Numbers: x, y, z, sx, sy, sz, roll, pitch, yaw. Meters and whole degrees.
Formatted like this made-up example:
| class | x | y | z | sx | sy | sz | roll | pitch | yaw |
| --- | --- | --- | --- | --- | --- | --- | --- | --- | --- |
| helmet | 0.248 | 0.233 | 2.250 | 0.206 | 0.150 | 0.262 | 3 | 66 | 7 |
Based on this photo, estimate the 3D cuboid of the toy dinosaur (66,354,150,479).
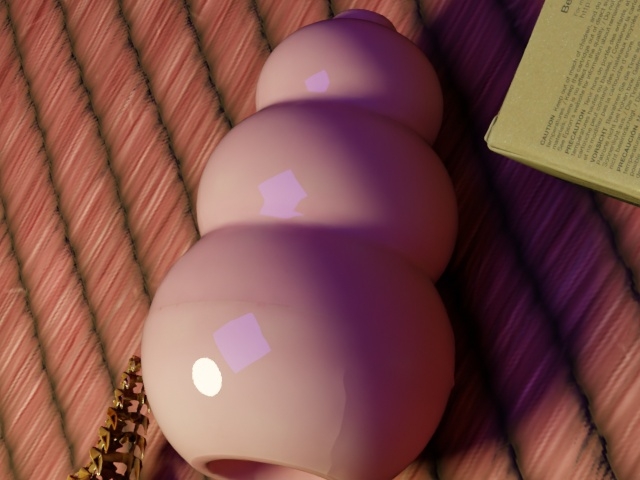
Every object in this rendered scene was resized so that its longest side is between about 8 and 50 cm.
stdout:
| class | x | y | z | sx | sy | sz | roll | pitch | yaw |
| --- | --- | --- | --- | --- | --- | --- | --- | --- | --- |
| toy dinosaur | -0.157 | 0.252 | 1.305 | 0.218 | 0.164 | 0.322 | -13 | 89 | 55 |

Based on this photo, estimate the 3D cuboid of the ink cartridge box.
| class | x | y | z | sx | sy | sz | roll | pitch | yaw |
| --- | --- | --- | --- | --- | --- | --- | --- | --- | --- |
| ink cartridge box | 0.236 | -0.131 | 1.119 | 0.193 | 0.088 | 0.235 | 25 | 93 | 44 |

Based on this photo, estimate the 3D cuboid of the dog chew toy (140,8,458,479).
| class | x | y | z | sx | sy | sz | roll | pitch | yaw |
| --- | --- | --- | --- | --- | --- | --- | --- | --- | --- |
| dog chew toy | 0.000 | 0.000 | 1.215 | 0.206 | 0.206 | 0.332 | -6 | 65 | 40 |
